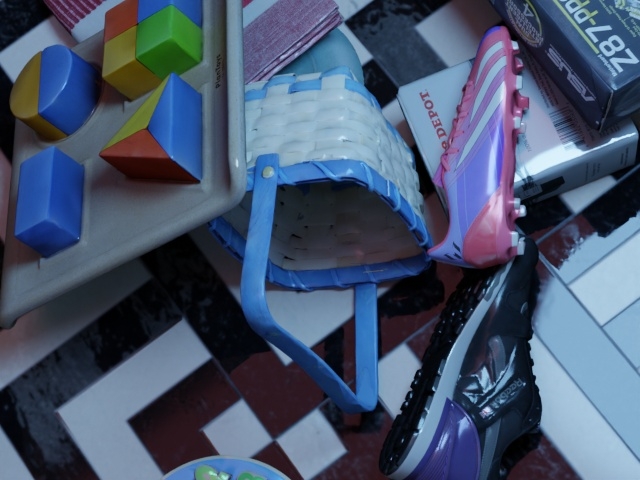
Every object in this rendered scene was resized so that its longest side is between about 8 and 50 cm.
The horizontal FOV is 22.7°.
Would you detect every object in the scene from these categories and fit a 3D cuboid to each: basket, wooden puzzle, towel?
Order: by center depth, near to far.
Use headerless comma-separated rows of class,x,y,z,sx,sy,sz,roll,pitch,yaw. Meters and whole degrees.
basket,0.000,0.000,1.560,0.201,0.255,0.289,-13,56,20
wooden puzzle,-0.214,-0.114,1.587,0.348,0.080,0.322,-29,47,30
towel,-0.157,-0.268,1.755,0.237,0.037,0.329,-39,60,-4

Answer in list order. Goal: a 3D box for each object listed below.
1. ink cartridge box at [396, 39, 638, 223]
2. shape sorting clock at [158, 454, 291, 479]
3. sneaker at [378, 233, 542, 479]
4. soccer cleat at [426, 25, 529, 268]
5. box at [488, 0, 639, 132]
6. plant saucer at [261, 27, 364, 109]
ink cartridge box,0.202,-0.117,1.644,0.208,0.087,0.153,-21,71,1
shape sorting clock,-0.097,0.315,1.572,0.206,0.040,0.206,-3,72,8
sneaker,0.169,0.134,1.577,0.124,0.107,0.283,30,72,-9
soccer cleat,0.153,-0.094,1.558,0.095,0.083,0.248,-1,75,13
box,0.292,-0.343,1.593,0.318,0.097,0.395,-31,69,-15
plant saucer,-0.051,-0.171,1.728,0.195,0.037,0.195,-2,71,7
